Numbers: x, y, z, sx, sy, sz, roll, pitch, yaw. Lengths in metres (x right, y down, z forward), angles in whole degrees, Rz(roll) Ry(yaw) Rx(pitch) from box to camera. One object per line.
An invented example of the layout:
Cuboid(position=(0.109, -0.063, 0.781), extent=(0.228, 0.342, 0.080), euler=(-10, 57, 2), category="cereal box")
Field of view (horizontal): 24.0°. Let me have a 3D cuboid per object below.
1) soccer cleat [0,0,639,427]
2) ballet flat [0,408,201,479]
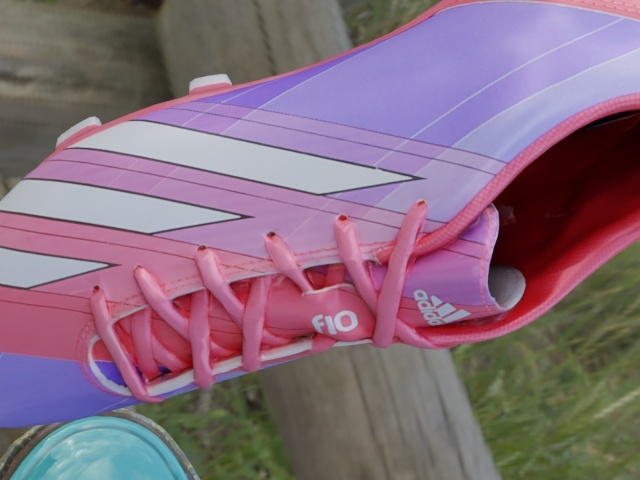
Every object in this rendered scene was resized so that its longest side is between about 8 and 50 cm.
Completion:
Cuboid(position=(0.000, 0.000, 0.397), extent=(0.083, 0.248, 0.095), euler=(55, 14, -45), category="soccer cleat")
Cuboid(position=(-0.077, 0.239, 0.551), extent=(0.123, 0.123, 0.348), euler=(5, 62, -34), category="ballet flat")
